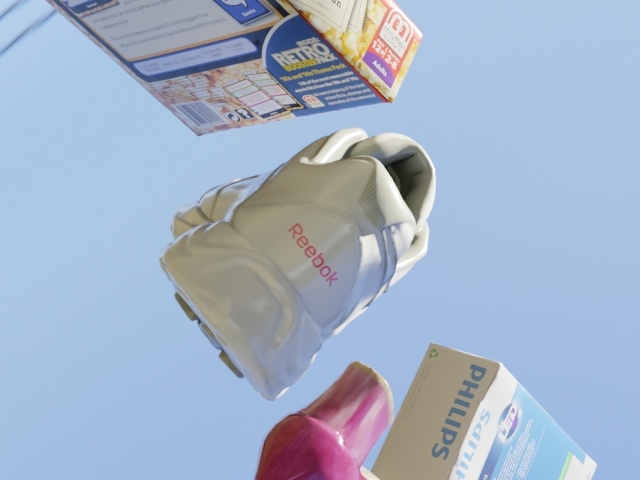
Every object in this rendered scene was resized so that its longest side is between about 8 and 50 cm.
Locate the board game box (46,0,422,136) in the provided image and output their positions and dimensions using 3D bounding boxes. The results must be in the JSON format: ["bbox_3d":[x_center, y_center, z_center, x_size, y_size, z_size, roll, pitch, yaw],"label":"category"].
[{"bbox_3d":[-0.069,-0.128,0.626,0.146,0.193,0.045,-4,-127,47],"label":"board game box"}]

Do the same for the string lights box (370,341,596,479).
[{"bbox_3d":[0.155,0.208,1.240,0.076,0.259,0.133,15,-109,37],"label":"string lights box"}]

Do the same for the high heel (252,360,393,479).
[{"bbox_3d":[0.006,0.191,0.902,0.082,0.244,0.117,31,-122,24],"label":"high heel"}]

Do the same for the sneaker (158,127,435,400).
[{"bbox_3d":[0.000,0.000,0.600,0.115,0.090,0.232,-36,-171,0],"label":"sneaker"}]
